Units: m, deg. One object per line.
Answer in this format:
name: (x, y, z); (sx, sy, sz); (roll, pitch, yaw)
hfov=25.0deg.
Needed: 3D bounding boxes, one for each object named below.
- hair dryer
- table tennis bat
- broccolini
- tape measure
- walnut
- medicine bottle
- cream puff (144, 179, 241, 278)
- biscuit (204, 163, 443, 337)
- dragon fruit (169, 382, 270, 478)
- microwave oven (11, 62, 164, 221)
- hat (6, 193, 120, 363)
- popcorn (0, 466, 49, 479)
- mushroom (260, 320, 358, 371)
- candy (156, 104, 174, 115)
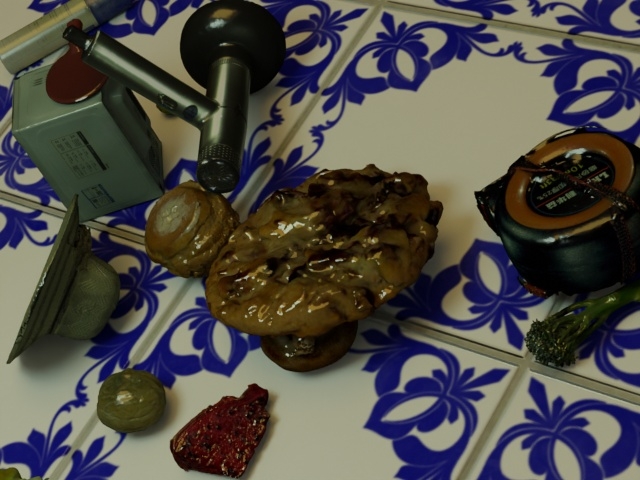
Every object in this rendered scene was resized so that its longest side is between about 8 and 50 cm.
hair dryer: (-0.182, -0.249, 1.959); (0.155, 0.284, 0.320); (-28, 26, 24)
table tennis bat: (-0.332, -0.245, 1.970); (0.098, 0.019, 0.155); (-19, 51, 9)
broccolini: (0.341, 0.083, 1.673); (0.216, 0.067, 0.058); (-24, 50, -8)
tape measure: (0.308, -0.032, 1.718); (0.202, 0.135, 0.223); (-31, 35, -2)
walnut: (-0.238, 0.201, 1.810); (0.092, 0.092, 0.092); (-12, 49, 15)
medicine bottle: (-0.418, -0.351, 2.351); (0.231, 0.059, 0.059); (-29, 47, -1)
cream puff: (-0.167, -0.009, 1.929); (0.126, 0.103, 0.144); (-55, 32, -2)
biscuit: (0.004, 0.000, 1.804); (0.289, 0.081, 0.334); (2, 37, 33)
dragon fruit: (-0.120, 0.231, 1.763); (0.097, 0.063, 0.131); (27, 63, 2)
microwave oven: (-0.325, -0.149, 2.043); (0.162, 0.208, 0.122); (-18, 48, 10)
hat: (-0.324, 0.071, 1.920); (0.110, 0.252, 0.252); (22, 55, -11)
popcorn: (-0.373, 0.360, 1.669); (0.198, 0.212, 0.198); (-1, 86, 20)
mushroom: (-0.014, 0.104, 1.782); (0.127, 0.087, 0.127); (-11, 50, 13)
candy: (-0.192, -0.193, 2.148); (0.123, 0.035, 0.035); (20, 73, 25)
